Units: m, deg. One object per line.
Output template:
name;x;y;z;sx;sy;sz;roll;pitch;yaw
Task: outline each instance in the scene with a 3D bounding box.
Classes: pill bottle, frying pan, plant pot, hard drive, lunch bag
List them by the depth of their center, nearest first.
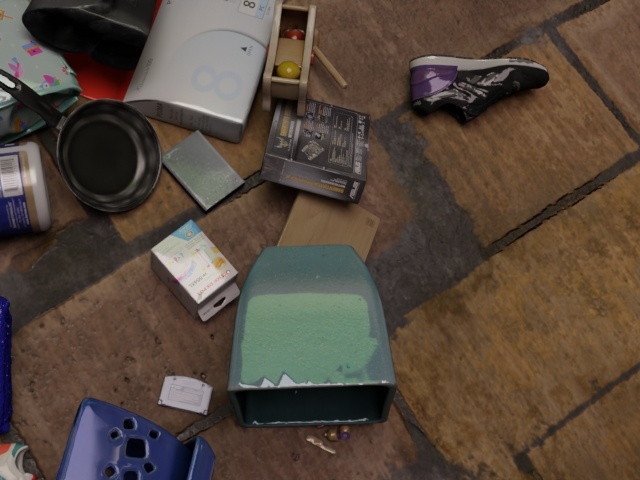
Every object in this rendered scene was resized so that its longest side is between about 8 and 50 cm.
plant pot;-0.285;0.380;1.337;0.212;0.236;0.236;16;67;-12
plant pot;-0.016;0.147;1.456;0.247;0.247;0.252;-1;65;-1
pill bottle;-0.586;-0.072;1.491;0.264;0.153;0.153;-9;71;-14
frying pan;-0.420;-0.157;1.546;0.326;0.053;0.197;10;81;-36
lunch bag;-0.575;-0.288;1.578;0.262;0.160;0.223;-28;76;-14
hard drive;-0.217;-0.126;1.656;0.094;0.022;0.135;-39;80;-22

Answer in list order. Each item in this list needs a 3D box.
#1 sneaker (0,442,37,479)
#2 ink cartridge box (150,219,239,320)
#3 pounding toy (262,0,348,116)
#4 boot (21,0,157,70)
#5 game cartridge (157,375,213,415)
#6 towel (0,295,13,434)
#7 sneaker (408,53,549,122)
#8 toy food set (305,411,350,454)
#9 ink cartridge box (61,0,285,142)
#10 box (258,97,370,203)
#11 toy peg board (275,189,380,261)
sneaker;-0.472;0.387;1.385;0.075;0.057;0.161;-8;68;-8
ink cartridge box;-0.210;0.056;1.549;0.092;0.090;0.143;-39;80;-22
pounding toy;-0.019;-0.343;1.658;0.154;0.154;0.270;7;42;-1
boot;-0.463;-0.528;1.655;0.366;0.146;0.446;8;58;-5
game cartridge;-0.223;0.255;1.510;0.083;0.017;0.056;15;70;-5
towel;-0.629;0.197;1.372;0.308;0.076;0.228;0;98;-14
sneaker;0.313;-0.291;1.800;0.283;0.107;0.124;0;84;-7
toy food set;0.026;0.295;1.540;0.077;0.019;0.122;28;66;0
ink cartridge box;-0.288;-0.382;1.707;0.384;0.091;0.308;17;66;-5
box;-0.006;-0.172;1.643;0.182;0.056;0.231;13;37;-6
toy peg board;0.000;0.000;1.632;0.160;0.079;0.161;29;66;-16
